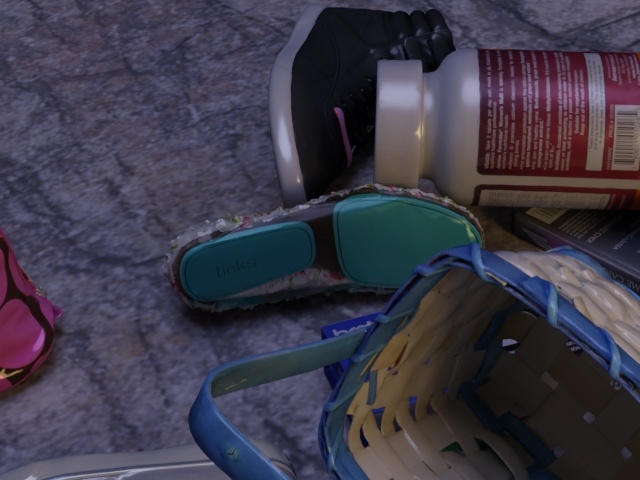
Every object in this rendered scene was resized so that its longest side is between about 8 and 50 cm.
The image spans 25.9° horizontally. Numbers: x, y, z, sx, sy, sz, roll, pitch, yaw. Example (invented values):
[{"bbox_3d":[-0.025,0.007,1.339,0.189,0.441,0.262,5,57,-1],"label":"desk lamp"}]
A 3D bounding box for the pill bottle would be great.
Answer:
[{"bbox_3d":[0.152,-0.085,1.060,0.221,0.121,0.121,2,38,2],"label":"pill bottle"}]

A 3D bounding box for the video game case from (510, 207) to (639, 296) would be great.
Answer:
[{"bbox_3d":[0.315,-0.003,1.069,0.274,0.026,0.196,30,49,34],"label":"video game case"}]

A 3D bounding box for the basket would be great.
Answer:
[{"bbox_3d":[0.103,0.131,0.738,0.255,0.201,0.289,45,31,25],"label":"basket"}]

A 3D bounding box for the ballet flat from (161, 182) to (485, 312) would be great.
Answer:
[{"bbox_3d":[0.000,0.000,1.046,0.241,0.091,0.077,-4,13,-8],"label":"ballet flat"}]

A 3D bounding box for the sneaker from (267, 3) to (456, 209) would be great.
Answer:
[{"bbox_3d":[0.043,-0.123,1.172,0.147,0.104,0.296,-1,34,11],"label":"sneaker"}]

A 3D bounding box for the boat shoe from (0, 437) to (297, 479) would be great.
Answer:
[{"bbox_3d":[-0.118,0.176,0.825,0.227,0.079,0.081,-10,34,-13],"label":"boat shoe"}]

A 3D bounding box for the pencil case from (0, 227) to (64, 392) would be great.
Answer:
[{"bbox_3d":[-0.254,0.003,0.951,0.098,0.209,0.095,-32,40,-17],"label":"pencil case"}]

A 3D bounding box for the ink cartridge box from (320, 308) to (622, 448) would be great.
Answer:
[{"bbox_3d":[0.113,0.079,0.960,0.207,0.046,0.097,-14,38,-13],"label":"ink cartridge box"}]
